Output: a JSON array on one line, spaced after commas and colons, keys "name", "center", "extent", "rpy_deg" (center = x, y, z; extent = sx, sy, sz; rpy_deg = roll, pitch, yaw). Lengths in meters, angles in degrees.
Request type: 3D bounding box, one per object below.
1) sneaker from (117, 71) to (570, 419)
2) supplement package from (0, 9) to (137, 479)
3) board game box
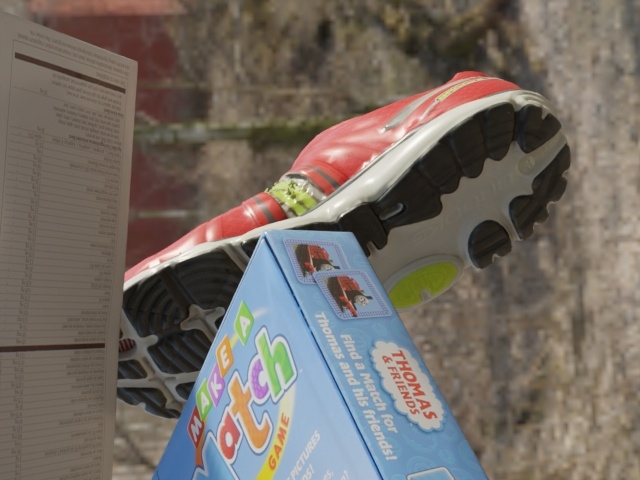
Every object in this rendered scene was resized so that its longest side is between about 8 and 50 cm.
[{"name": "sneaker", "center": [0.000, 0.000, 0.794], "extent": [0.107, 0.279, 0.118], "rpy_deg": [64, 178, -27]}, {"name": "supplement package", "center": [-0.175, 0.030, 0.655], "extent": [0.139, 0.134, 0.244], "rpy_deg": [11, -98, -71]}, {"name": "board game box", "center": [0.007, 0.126, 0.433], "extent": [0.211, 0.039, 0.160], "rpy_deg": [62, 139, 38]}]
